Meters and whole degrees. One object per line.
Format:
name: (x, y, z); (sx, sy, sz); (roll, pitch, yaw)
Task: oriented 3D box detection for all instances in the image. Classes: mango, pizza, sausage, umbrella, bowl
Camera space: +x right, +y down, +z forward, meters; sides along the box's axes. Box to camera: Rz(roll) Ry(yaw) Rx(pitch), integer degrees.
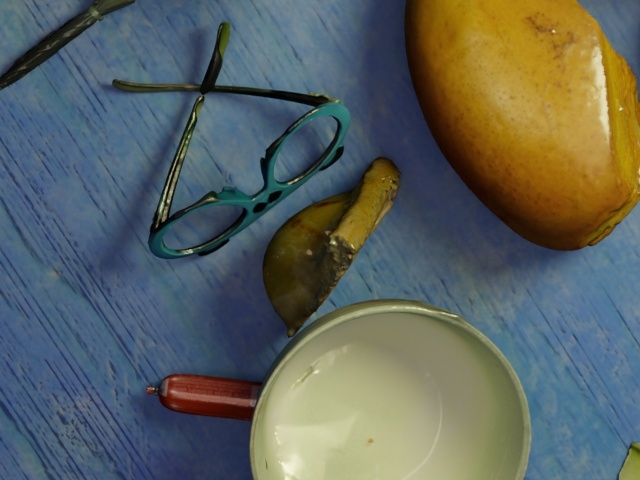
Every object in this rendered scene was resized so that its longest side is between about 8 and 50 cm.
mango: (0.196, -0.156, 1.850); (0.199, 0.201, 0.350); (-32, 89, -24)
pizza: (-0.004, 0.005, 1.872); (0.080, 0.204, 0.188); (35, 105, 0)
sausage: (-0.105, 0.162, 1.970); (0.145, 0.048, 0.050); (6, 137, 0)
umbrella: (-0.239, -0.221, 1.916); (0.269, 0.044, 0.044); (-34, 66, 5)
bowl: (0.060, 0.179, 1.910); (0.277, 0.145, 0.277); (-1, 102, -7)

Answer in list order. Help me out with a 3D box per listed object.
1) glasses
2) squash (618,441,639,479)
glasses: (-0.107, -0.104, 1.899); (0.239, 0.102, 0.207); (-40, 96, 6)
squash: (0.378, 0.355, 1.939); (0.204, 0.155, 0.237); (16, 99, -4)
